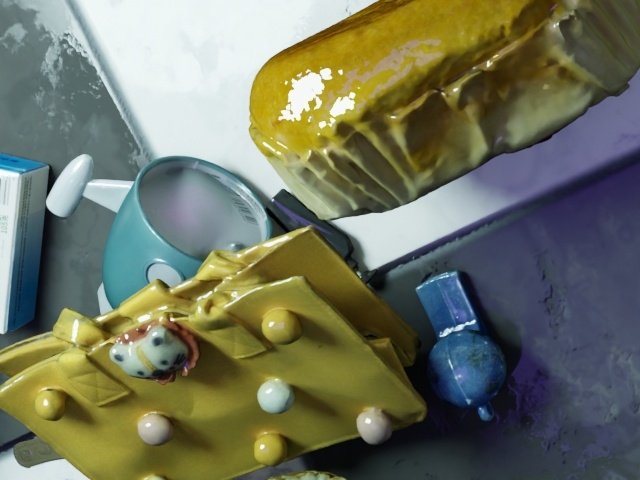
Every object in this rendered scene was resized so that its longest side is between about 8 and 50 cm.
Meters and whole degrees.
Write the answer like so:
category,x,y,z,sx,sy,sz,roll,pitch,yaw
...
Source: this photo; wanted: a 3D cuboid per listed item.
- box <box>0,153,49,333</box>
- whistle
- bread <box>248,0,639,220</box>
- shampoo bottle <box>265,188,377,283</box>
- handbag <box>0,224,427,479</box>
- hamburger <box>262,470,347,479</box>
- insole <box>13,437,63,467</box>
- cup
category,x,y,z,sx,sy,sz,roll,pitch,yaw
box,-0.399,-0.004,1.645,0.139,0.073,0.194,14,106,16
whistle,0.144,0.116,1.476,0.090,0.090,0.158,-24,93,22
bread,0.118,-0.171,1.308,0.389,0.236,0.183,-33,117,2
shampoo bottle,0.000,0.000,1.531,0.137,0.027,0.048,42,114,6
handbag,-0.116,0.145,1.470,0.401,0.133,0.283,-20,134,24
hamburger,-0.081,0.322,1.461,0.309,0.211,0.132,-15,79,-8
insole,-0.314,0.244,1.707,0.135,0.002,0.045,-18,95,22
cup,-0.159,0.024,1.525,0.300,0.167,0.173,32,124,-5
